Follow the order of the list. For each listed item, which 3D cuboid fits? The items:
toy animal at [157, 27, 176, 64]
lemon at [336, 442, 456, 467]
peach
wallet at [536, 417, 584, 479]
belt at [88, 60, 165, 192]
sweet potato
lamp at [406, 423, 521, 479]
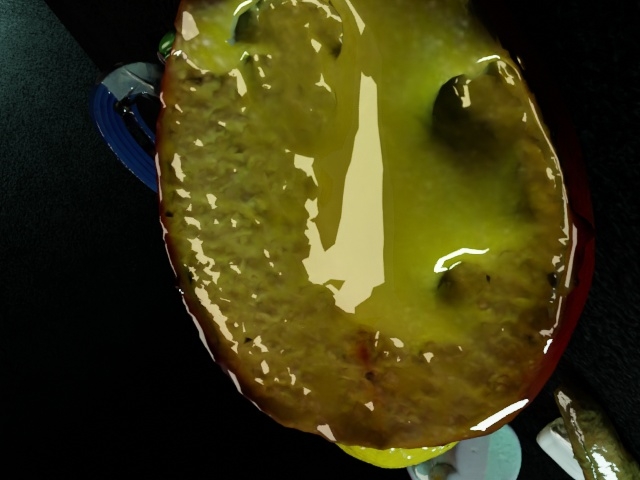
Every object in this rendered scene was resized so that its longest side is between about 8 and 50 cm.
[{"bbox_3d":[-0.158,-0.228,1.011,0.208,0.100,0.103,47,-149,-1],"label":"toy animal"},{"bbox_3d":[0.101,0.186,0.970,0.293,0.293,0.293,46,171,10],"label":"lemon"},{"bbox_3d":[0.033,-0.024,0.410,0.281,0.281,0.338,43,170,29],"label":"peach"},{"bbox_3d":[0.367,0.309,0.975,0.095,0.033,0.190,42,170,21],"label":"wallet"},{"bbox_3d":[-0.320,-0.216,1.383,0.347,0.212,0.117,48,173,-27],"label":"belt"},{"bbox_3d":[0.345,0.271,0.805,0.273,0.075,0.075,55,168,-29],"label":"sweet potato"},{"bbox_3d":[0.291,0.410,1.304,0.247,0.247,0.301,10,165,-6],"label":"lamp"}]
